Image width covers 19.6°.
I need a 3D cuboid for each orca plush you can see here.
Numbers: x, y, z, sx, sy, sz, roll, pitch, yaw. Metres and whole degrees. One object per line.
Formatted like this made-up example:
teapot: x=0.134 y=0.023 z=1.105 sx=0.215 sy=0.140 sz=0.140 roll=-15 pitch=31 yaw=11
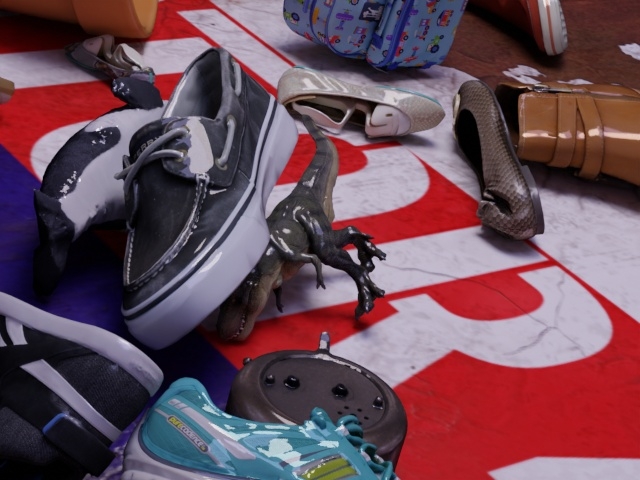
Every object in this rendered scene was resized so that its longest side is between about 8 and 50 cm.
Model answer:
orca plush: x=-0.179 y=-0.033 z=1.534 sx=0.151 sy=0.102 sz=0.287 roll=56 pitch=33 yaw=-18

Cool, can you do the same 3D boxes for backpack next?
backpack: x=0.055 y=-0.258 z=1.940 sx=0.173 sy=0.158 sz=0.117 roll=-2 pitch=37 yaw=-40

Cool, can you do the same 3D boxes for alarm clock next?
alarm clock: x=-0.003 y=0.139 z=1.300 sx=0.129 sy=0.064 sz=0.192 roll=11 pitch=31 yaw=-8

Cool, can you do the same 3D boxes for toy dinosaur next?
toy dinosaur: x=0.000 y=0.000 z=1.518 sx=0.118 sy=0.064 sz=0.268 roll=38 pitch=40 yaw=-12

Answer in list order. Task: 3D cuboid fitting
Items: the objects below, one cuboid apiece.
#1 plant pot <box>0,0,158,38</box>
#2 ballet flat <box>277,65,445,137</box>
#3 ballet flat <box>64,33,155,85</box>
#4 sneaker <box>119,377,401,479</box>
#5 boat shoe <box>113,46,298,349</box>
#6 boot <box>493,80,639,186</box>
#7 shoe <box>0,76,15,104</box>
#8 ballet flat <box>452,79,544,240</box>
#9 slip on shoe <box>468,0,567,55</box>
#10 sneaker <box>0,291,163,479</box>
plant pot: x=-0.277 y=-0.343 z=1.836 sx=0.203 sy=0.291 sz=0.291 roll=-2 pitch=28 yaw=2
ballet flat: x=0.037 y=-0.126 z=1.824 sx=0.168 sy=0.057 sz=0.052 roll=13 pitch=56 yaw=3
ballet flat: x=-0.202 y=-0.178 z=1.796 sx=0.114 sy=0.041 sz=0.041 roll=31 pitch=32 yaw=28
sneaker: x=0.010 y=0.160 z=1.179 sx=0.275 sy=0.107 sz=0.110 roll=18 pitch=59 yaw=5
boat shoe: x=-0.109 y=-0.041 z=1.455 sx=0.119 sy=0.121 sz=0.335 roll=49 pitch=25 yaw=-19
boot: x=0.299 y=-0.092 z=1.809 sx=0.220 sy=0.109 sz=0.283 roll=7 pitch=25 yaw=-16
shoe: x=-0.378 y=-0.135 z=1.623 sx=0.219 sy=0.058 sz=0.076 roll=7 pitch=9 yaw=-24
ballet flat: x=0.156 y=-0.077 z=1.766 sx=0.058 sy=0.084 sz=0.250 roll=-14 pitch=36 yaw=-2
slip on shoe: x=0.201 y=-0.313 z=2.193 sx=0.101 sy=0.123 sz=0.331 roll=-26 pitch=44 yaw=-6
sneaker: x=-0.208 y=0.107 z=1.237 sx=0.217 sy=0.079 sz=0.121 roll=8 pitch=58 yaw=51
